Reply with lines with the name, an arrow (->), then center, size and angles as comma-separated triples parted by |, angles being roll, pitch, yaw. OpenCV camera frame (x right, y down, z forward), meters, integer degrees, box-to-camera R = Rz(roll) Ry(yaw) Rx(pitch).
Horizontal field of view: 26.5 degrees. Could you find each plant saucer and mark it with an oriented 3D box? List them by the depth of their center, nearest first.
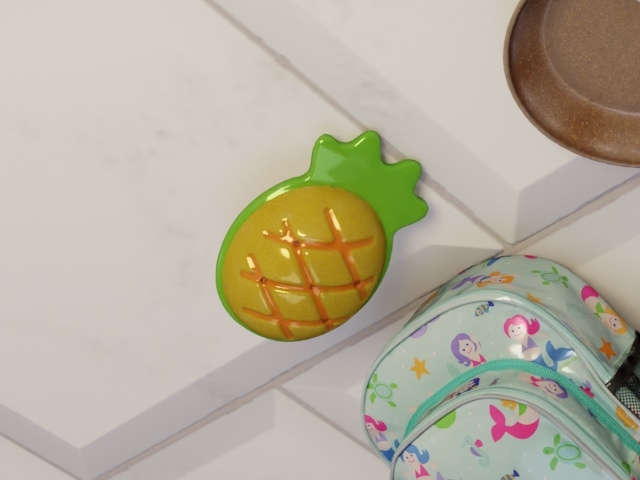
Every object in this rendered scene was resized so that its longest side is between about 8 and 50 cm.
plant saucer -> 0.220, -0.131, 0.891 | 0.199, 0.036, 0.198 | 6, 138, 5

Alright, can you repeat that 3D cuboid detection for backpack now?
backpack -> 0.158, 0.149, 1.067 | 0.225, 0.191, 0.253 | -39, 86, 33

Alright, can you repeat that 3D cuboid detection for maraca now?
maraca -> 0.000, 0.000, 1.031 | 0.127, 0.099, 0.185 | 32, 107, -25
